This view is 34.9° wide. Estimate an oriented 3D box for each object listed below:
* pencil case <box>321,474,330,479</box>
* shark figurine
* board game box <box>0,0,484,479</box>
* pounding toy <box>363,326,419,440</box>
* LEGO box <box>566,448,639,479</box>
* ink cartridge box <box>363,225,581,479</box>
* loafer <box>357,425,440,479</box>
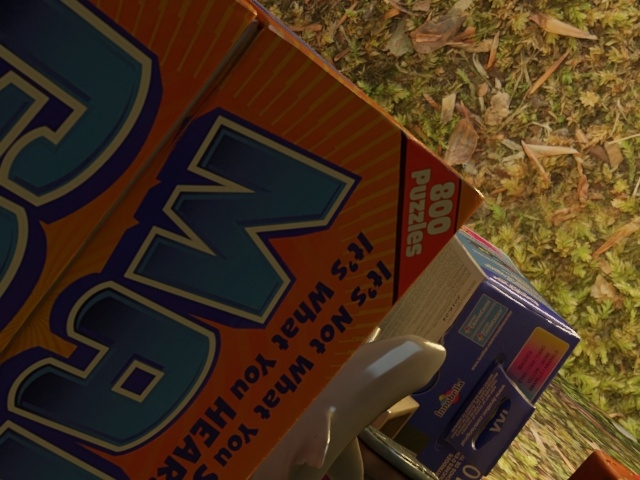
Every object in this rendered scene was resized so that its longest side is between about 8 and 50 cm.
[{"bbox_3d":[-0.087,0.170,0.815,0.104,0.104,0.236,45,11,33],"label":"pencil case"},{"bbox_3d":[-0.009,0.182,0.717,0.166,0.278,0.116,19,-14,-12],"label":"shark figurine"},{"bbox_3d":[-0.206,-0.049,0.612,0.356,0.356,0.356,32,12,-38],"label":"board game box"},{"bbox_3d":[0.034,0.176,1.088,0.100,0.141,0.130,41,10,19],"label":"pounding toy"},{"bbox_3d":[0.435,0.481,0.980,0.372,0.193,0.500,34,11,-23],"label":"LEGO box"},{"bbox_3d":[0.161,0.150,1.282,0.151,0.270,0.395,31,11,-9],"label":"ink cartridge box"},{"bbox_3d":[0.056,0.227,0.918,0.096,0.084,0.267,37,-7,14],"label":"loafer"}]
